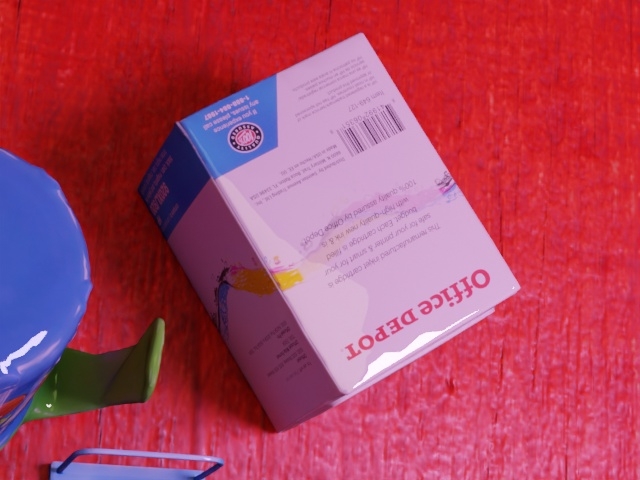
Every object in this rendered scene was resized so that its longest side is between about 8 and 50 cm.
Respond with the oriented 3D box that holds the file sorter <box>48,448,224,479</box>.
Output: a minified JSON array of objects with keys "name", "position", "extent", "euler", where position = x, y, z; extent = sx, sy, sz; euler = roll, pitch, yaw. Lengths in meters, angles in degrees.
[{"name":"file sorter","position":[-0.132,0.238,1.130],"extent":[0.118,0.104,0.170],"euler":[6,71,-17]}]

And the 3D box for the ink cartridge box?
[{"name":"ink cartridge box","position":[0.000,0.000,1.216],"extent":[0.171,0.168,0.233],"euler":[-28,83,-24]}]

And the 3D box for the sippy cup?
[{"name":"sippy cup","position":[-0.267,0.042,1.061],"extent":[0.305,0.224,0.240],"euler":[-21,83,-34]}]
